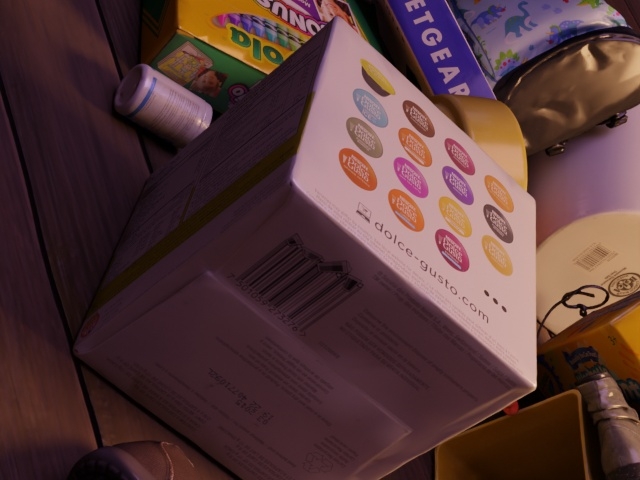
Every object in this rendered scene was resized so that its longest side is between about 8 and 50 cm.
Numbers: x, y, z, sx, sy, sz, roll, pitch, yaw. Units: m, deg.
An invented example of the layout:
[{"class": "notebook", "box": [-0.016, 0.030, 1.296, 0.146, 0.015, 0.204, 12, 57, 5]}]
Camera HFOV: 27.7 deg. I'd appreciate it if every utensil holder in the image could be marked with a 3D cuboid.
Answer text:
[{"class": "utensil holder", "box": [0.491, -0.054, 2.169, 0.328, 0.328, 0.385, 38, 37, -23]}]

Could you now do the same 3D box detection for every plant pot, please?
[{"class": "plant pot", "box": [0.105, -0.073, 1.682, 0.239, 0.254, 0.254, 5, 50, -19]}, {"class": "plant pot", "box": [0.281, 0.350, 1.621, 0.187, 0.212, 0.212, 47, 30, -31]}]

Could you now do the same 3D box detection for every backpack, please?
[{"class": "backpack", "box": [0.342, -0.326, 2.135, 0.355, 0.290, 0.273, -115, 180, -65]}]

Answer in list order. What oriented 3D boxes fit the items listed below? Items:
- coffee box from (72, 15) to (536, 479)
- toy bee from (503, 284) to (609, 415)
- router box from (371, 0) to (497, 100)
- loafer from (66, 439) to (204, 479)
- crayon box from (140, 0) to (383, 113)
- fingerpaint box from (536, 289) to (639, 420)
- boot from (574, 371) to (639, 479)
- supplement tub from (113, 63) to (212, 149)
[{"class": "coffee box", "box": [0.001, 0.032, 1.424, 0.338, 0.338, 0.334, 41, 33, -20]}, {"class": "toy bee", "box": [0.203, 0.139, 1.658, 0.195, 0.298, 0.162, 36, 48, -42]}, {"class": "router box", "box": [0.181, -0.237, 2.017, 0.301, 0.082, 0.335, 75, -8, -69]}, {"class": "loafer", "box": [-0.080, 0.325, 1.222, 0.366, 0.134, 0.130, 54, 32, 1]}, {"class": "crayon box", "box": [-0.073, -0.289, 1.835, 0.363, 0.106, 0.313, 24, 39, -29]}, {"class": "fingerpaint box", "box": [0.482, 0.255, 1.770, 0.371, 0.163, 0.445, 57, -11, 6]}, {"class": "boot", "box": [0.387, 0.256, 1.596, 0.246, 0.083, 0.161, 46, 27, -54]}, {"class": "supplement tub", "box": [-0.197, -0.166, 1.620, 0.107, 0.071, 0.071, 31, 38, -31]}]
